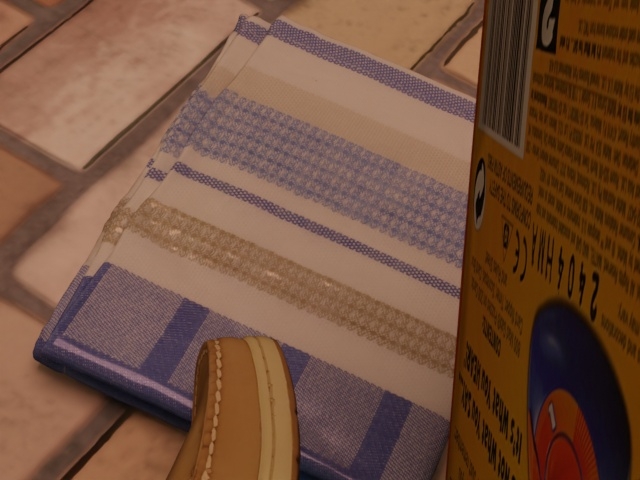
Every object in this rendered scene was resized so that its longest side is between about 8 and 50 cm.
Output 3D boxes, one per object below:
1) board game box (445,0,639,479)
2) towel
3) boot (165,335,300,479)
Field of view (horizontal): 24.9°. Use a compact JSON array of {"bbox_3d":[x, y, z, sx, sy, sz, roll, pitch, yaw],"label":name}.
[{"bbox_3d":[0.236,0.092,0.409,0.356,0.356,0.356,3,11,-4],"label":"board game box"},{"bbox_3d":[0.000,0.000,0.770,0.209,0.034,0.285,23,49,5],"label":"towel"},{"bbox_3d":[-0.117,0.140,0.571,0.203,0.095,0.262,9,57,-3],"label":"boot"}]
